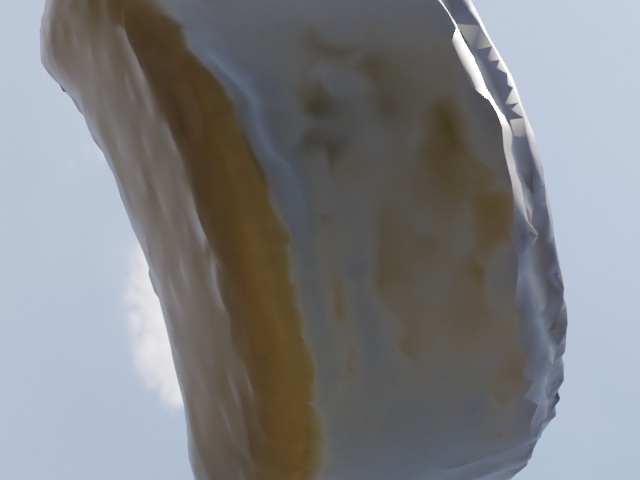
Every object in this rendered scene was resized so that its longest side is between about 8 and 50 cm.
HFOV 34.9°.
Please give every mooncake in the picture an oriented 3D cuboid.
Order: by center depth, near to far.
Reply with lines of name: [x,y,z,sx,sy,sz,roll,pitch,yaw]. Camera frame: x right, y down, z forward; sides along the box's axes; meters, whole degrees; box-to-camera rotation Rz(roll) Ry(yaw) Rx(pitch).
mooncake: [-0.014,-0.006,0.678,0.393,0.246,0.394,-127,-153,-47]
